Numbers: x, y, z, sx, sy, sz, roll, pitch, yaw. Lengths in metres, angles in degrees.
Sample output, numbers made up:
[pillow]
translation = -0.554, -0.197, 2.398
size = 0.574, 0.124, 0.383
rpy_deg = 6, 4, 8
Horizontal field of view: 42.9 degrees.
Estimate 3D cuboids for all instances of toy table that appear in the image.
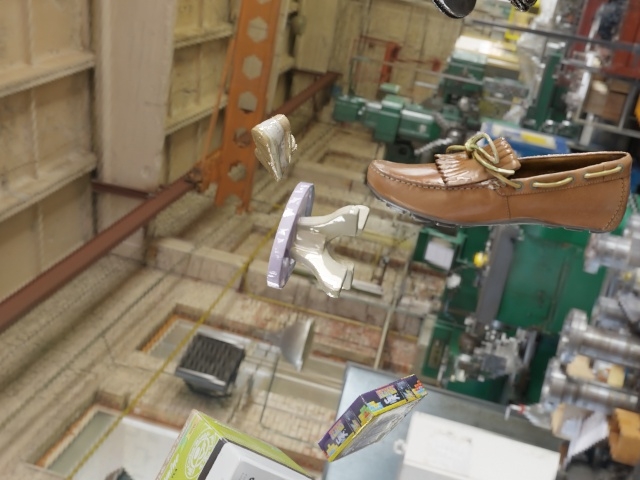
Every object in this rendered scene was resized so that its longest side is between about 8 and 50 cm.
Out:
[toy table]
translation = 0.000, 0.000, 1.767
size = 0.252, 0.161, 0.274
rpy_deg = 88, -162, -60

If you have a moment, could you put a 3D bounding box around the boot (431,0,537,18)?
[boot]
translation = 0.238, -0.395, 1.196
size = 0.229, 0.091, 0.263
rpy_deg = 56, 172, 40

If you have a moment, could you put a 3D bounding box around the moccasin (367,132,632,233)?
[moccasin]
translation = 0.259, -0.094, 1.187
size = 0.139, 0.380, 0.146
rpy_deg = -71, -15, -66

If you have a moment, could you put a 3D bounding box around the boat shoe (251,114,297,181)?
[boat shoe]
translation = -0.064, -0.142, 1.252
size = 0.059, 0.063, 0.170
rpy_deg = -39, -10, -9

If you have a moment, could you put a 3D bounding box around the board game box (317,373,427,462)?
[board game box]
translation = 0.092, 0.318, 1.459
size = 0.141, 0.048, 0.170
rpy_deg = -9, -34, -41

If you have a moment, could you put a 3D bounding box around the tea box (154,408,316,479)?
[tea box]
translation = -0.186, 0.539, 1.521
size = 0.328, 0.220, 0.324
rpy_deg = -63, 22, -9
